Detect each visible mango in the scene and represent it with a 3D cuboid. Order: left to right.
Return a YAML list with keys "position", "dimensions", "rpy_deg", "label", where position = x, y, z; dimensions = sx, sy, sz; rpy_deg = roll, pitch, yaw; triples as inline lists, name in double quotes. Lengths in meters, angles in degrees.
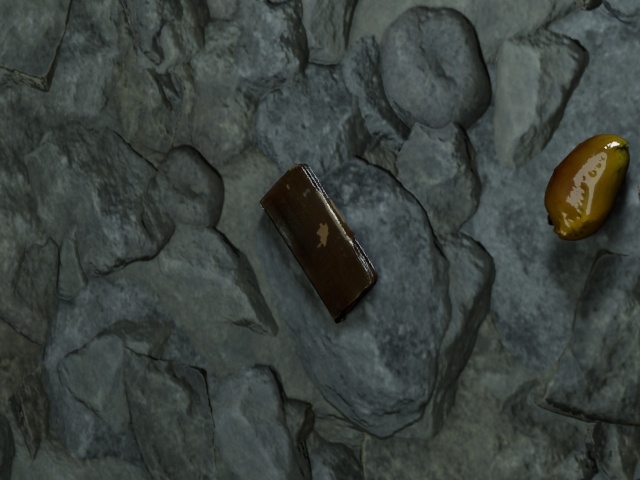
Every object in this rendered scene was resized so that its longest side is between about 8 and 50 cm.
- position: [0.279, -0.058, 2.042]
  dimensions: [0.077, 0.063, 0.127]
  rpy_deg: [43, 116, 32]
  label: "mango"

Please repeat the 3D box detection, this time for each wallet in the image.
- position: [0.000, 0.000, 2.303]
  dimensions: [0.176, 0.026, 0.095]
  rpy_deg: [58, 133, 17]
  label: "wallet"

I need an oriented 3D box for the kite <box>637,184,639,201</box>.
- position: [0.401, -0.011, 1.987]
  dimensions: [0.198, 0.006, 0.244]
  rpy_deg: [39, 120, 28]
  label: "kite"
